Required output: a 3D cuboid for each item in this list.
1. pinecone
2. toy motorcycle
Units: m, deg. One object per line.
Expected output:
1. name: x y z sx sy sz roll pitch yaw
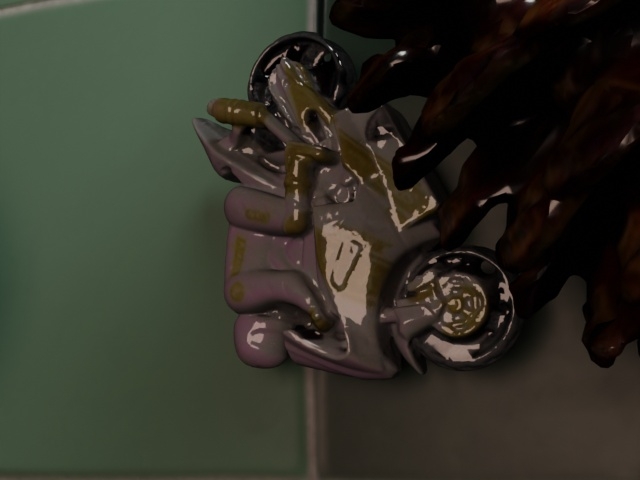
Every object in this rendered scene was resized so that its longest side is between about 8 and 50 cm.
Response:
1. pinecone: 0.167 -0.063 0.438 0.296 0.298 0.242 45 140 27
2. toy motorcycle: 0.000 0.000 0.595 0.152 0.073 0.225 -40 68 13
